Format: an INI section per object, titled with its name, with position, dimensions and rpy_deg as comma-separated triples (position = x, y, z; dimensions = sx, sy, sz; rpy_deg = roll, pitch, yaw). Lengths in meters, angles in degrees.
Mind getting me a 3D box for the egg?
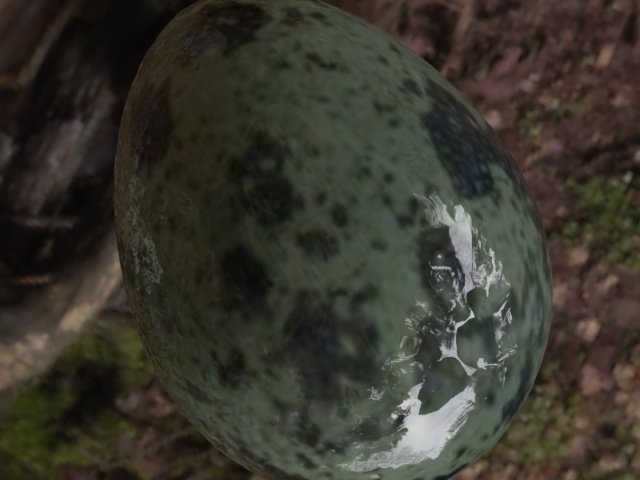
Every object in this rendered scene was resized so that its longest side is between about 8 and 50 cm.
[egg]
position = 0.000, 0.000, 0.469
dimensions = 0.132, 0.172, 0.132
rpy_deg = -29, 179, -1
